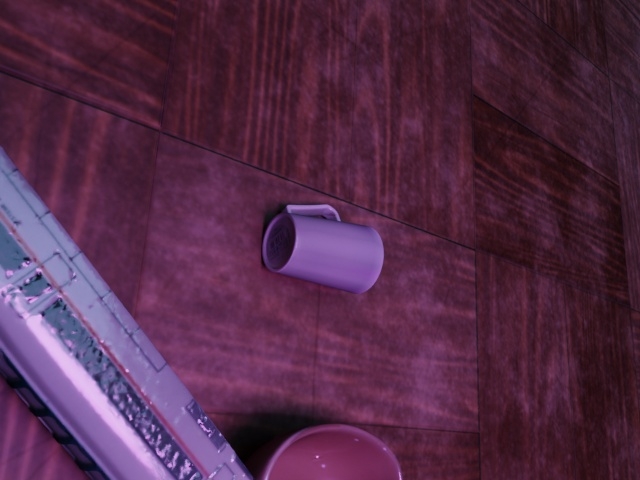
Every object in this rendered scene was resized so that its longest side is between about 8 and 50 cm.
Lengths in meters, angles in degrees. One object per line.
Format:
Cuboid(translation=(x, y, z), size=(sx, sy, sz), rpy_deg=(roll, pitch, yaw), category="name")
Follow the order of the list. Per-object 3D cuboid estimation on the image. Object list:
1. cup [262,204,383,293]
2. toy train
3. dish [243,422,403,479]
Cuboid(translation=(0.000, 0.000, 0.679), size=(0.116, 0.074, 0.104), rpy_deg=(13, 47, -35), category="cup")
Cuboid(translation=(-0.202, 0.051, 0.462), size=(0.088, 0.086, 0.407), rpy_deg=(-43, 108, -35), category="toy train")
Cuboid(translation=(-0.015, 0.267, 0.575), size=(0.213, 0.090, 0.213), rpy_deg=(14, 70, -43), category="dish")
